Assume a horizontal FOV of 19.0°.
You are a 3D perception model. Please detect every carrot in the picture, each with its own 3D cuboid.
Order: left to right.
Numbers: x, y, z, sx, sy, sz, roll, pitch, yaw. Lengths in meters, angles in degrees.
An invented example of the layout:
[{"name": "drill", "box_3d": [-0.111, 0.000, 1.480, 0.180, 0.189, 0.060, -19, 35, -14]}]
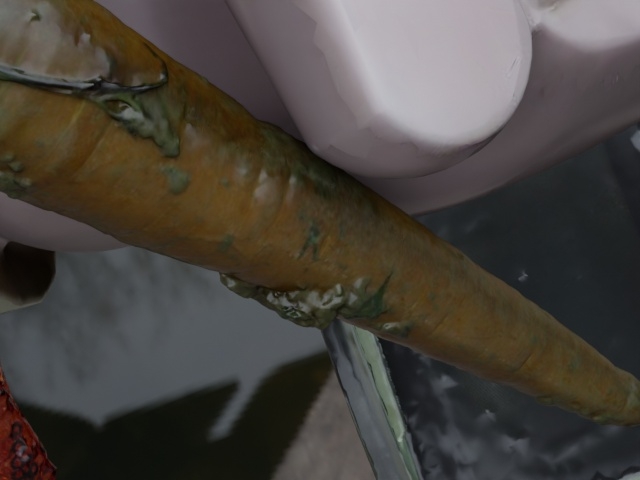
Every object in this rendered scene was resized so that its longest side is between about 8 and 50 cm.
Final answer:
[{"name": "carrot", "box_3d": [0.000, 0.000, 0.459, 0.049, 0.254, 0.049, -31, 45, 37]}]

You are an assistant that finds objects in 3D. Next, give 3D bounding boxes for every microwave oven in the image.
[{"name": "microwave oven", "box_3d": [0.122, 0.002, 1.091, 0.247, 0.333, 0.394, -19, 75, 4]}]

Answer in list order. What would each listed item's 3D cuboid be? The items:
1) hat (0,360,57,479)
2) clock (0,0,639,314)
[{"name": "hat", "box_3d": [-0.155, 0.053, 0.777, 0.129, 0.227, 0.140, -37, 25, 2]}, {"name": "clock", "box_3d": [-0.003, -0.102, 0.606, 0.342, 0.184, 0.325, -24, 6, -37]}]
